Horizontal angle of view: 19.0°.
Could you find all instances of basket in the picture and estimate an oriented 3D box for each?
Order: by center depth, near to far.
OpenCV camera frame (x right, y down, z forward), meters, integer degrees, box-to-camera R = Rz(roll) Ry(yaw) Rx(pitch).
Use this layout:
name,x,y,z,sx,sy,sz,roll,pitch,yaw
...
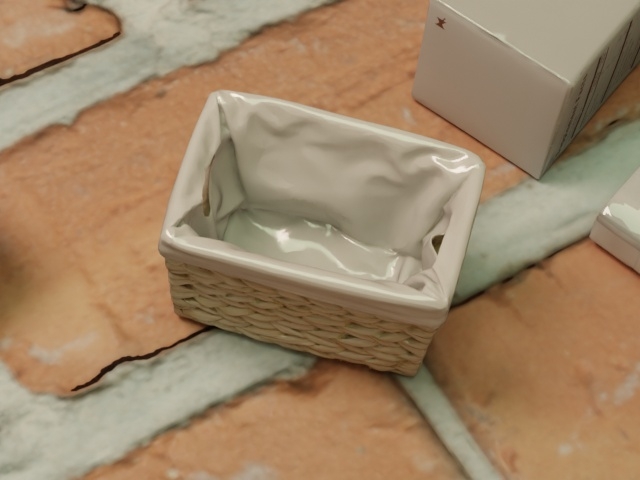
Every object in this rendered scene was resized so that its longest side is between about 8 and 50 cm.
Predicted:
name,x,y,z,sx,sy,sz,roll,pitch,yaw
basket,0.000,0.000,1.104,0.167,0.103,0.113,14,59,5

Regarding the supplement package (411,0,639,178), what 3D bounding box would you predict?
name,x,y,z,sx,sy,sz,roll,pitch,yaw
supplement package,0.153,-0.148,1.207,0.105,0.105,0.179,35,62,15

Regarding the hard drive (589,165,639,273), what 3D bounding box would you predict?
name,x,y,z,sx,sy,sz,roll,pitch,yaw
hard drive,0.374,0.018,1.158,0.353,0.047,0.233,37,63,16
